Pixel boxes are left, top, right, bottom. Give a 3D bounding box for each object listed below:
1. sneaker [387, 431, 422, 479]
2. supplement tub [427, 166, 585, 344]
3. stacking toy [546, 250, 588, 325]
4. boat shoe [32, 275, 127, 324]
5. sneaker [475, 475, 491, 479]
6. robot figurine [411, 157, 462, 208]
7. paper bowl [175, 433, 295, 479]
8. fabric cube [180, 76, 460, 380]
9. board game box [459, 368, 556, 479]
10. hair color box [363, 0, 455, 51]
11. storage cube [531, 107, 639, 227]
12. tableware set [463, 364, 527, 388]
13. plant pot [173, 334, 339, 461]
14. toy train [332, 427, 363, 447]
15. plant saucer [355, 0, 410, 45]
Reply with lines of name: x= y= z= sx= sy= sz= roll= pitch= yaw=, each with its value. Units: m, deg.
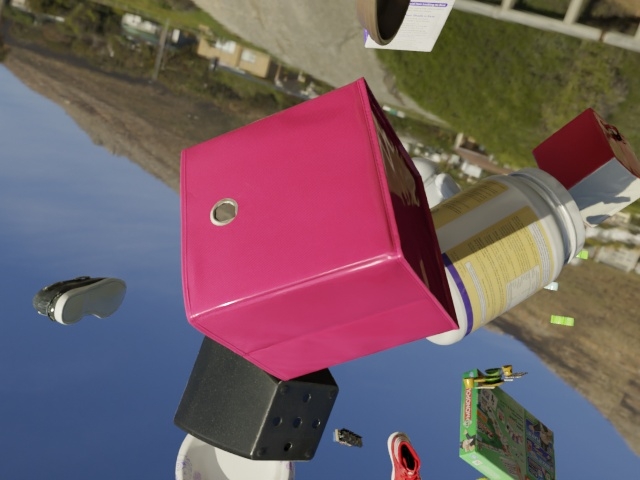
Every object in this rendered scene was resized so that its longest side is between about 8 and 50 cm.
sneaker: x=0.233 y=0.635 z=1.878 sx=0.087 sy=0.221 sz=0.128 roll=-19 pitch=179 yaw=-2
supplement tub: x=0.305 y=0.021 z=1.336 sx=0.331 sy=0.241 sz=0.241 roll=-28 pitch=-145 yaw=-16
stacking toy: x=0.456 y=0.087 z=1.535 sx=0.221 sy=0.167 sz=0.052 roll=10 pitch=179 yaw=27
boat shoe: x=-0.586 y=0.136 z=1.736 sx=0.091 sy=0.114 sz=0.302 roll=17 pitch=-178 yaw=12
sneaker: x=0.437 y=0.724 z=1.932 sx=0.126 sy=0.240 sz=0.091 roll=27 pitch=-127 yaw=-15
robot figurine: x=0.283 y=-0.072 z=1.833 sx=0.353 sy=0.300 sz=0.199 roll=49 pitch=-122 yaw=1
paper bowl: x=-0.203 y=0.568 z=1.741 sx=0.284 sy=0.284 sz=0.148 roll=22 pitch=161 yaw=16
fabric cube: x=0.000 y=0.000 z=0.899 sx=0.259 sy=0.258 sz=0.254 roll=46 pitch=-149 yaw=-54
board game box: x=0.435 y=0.465 z=1.611 sx=0.317 sy=0.046 sz=0.214 roll=40 pitch=-139 yaw=-25
hair color box: x=0.226 y=-0.605 z=1.705 sx=0.185 sy=0.110 sz=0.339 roll=1 pitch=161 yaw=-9
storage cube: x=0.695 y=-0.182 z=1.809 sx=0.183 sy=0.215 sz=0.193 roll=27 pitch=-142 yaw=-31
tableware set: x=0.353 y=0.281 z=1.459 sx=0.104 sy=0.024 sz=0.154 roll=-12 pitch=176 yaw=44
plant pot: x=-0.085 y=0.244 z=1.089 sx=0.188 sy=0.188 sz=0.167 roll=18 pitch=-176 yaw=-42
toy train: x=0.057 y=0.423 z=1.501 sx=0.036 sy=0.027 sz=0.158 roll=-10 pitch=155 yaw=15
plant saucer: x=0.106 y=-0.426 z=1.016 sx=0.041 sy=0.278 sz=0.278 roll=17 pitch=-164 yaw=13
